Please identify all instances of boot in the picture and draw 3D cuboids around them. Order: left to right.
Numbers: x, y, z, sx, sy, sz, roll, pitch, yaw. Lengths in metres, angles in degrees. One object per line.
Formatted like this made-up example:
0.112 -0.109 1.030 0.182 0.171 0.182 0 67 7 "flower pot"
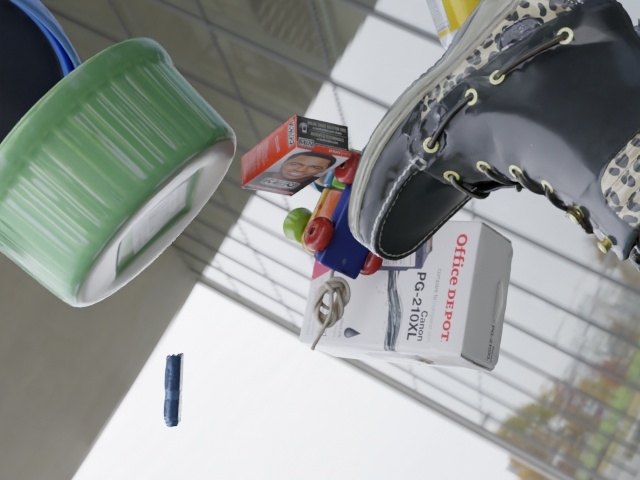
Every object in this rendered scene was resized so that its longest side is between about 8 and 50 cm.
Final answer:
0.124 -0.037 0.652 0.085 0.179 0.236 8 -52 -44 "boot"

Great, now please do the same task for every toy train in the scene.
0.000 0.000 1.334 0.105 0.143 0.248 26 -92 -35 "toy train"

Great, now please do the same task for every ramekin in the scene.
-0.235 -0.067 1.228 0.303 0.148 0.303 -47 -5 -6 "ramekin"

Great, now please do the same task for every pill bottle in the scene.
0.188 -0.301 1.365 0.103 0.103 0.184 -26 -83 -62 "pill bottle"

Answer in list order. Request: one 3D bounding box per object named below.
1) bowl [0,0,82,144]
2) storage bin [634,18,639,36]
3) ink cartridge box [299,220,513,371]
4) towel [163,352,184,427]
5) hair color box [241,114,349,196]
-0.473 -0.164 1.296 0.077 0.391 0.391 -107 24 -49 "bowl"
0.402 -0.180 1.271 0.091 0.135 0.098 -50 -33 9 "storage bin"
0.109 0.066 1.374 0.100 0.237 0.172 29 -112 -53 "ink cartridge box"
-0.245 0.247 1.793 0.067 0.029 0.120 134 139 -87 "towel"
-0.032 -0.097 1.270 0.141 0.072 0.043 -31 56 56 "hair color box"
